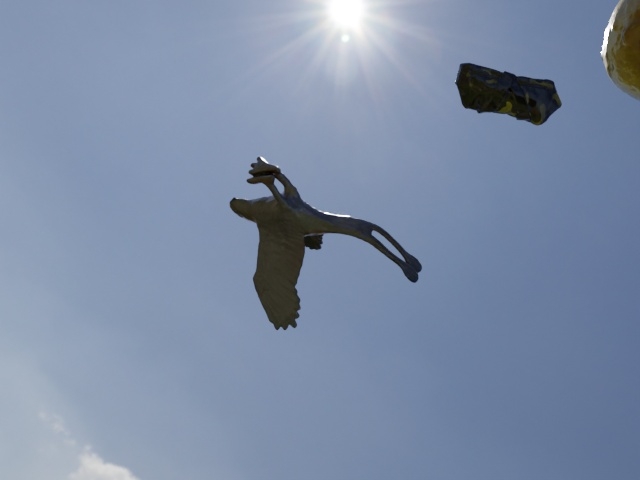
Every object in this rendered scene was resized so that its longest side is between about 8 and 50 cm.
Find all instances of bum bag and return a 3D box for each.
[{"bbox_3d":[0.396,-0.307,1.372,0.232,0.107,0.060,12,-10,0],"label":"bum bag"}]

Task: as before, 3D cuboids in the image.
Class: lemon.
[{"bbox_3d":[0.595,-0.331,1.043,0.288,0.233,0.233,-8,-66,53],"label":"lemon"}]

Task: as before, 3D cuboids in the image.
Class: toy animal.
[{"bbox_3d":[-0.014,-0.016,1.156,0.284,0.225,0.302,-13,-54,36],"label":"toy animal"}]
